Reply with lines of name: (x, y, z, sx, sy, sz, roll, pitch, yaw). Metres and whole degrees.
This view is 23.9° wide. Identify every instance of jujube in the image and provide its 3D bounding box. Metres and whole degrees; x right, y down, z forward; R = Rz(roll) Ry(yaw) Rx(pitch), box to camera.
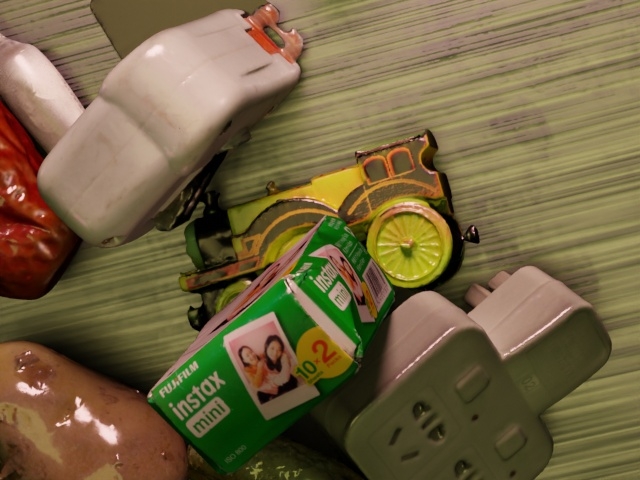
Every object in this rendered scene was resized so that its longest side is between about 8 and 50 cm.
jujube: (-0.351, -0.049, 1.473, 0.255, 0.190, 0.190, 37, 99, -5)

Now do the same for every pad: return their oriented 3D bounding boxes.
pad: (-0.141, -0.232, 1.508, 0.157, 0.003, 0.112, -31, 92, 10)

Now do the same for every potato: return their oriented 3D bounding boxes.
potato: (-0.248, 0.195, 1.486, 0.262, 0.165, 0.165, 28, 99, 7)

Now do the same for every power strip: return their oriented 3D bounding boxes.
power strip: (0.130, 0.133, 1.426, 0.261, 0.141, 0.229, -41, 131, -8)

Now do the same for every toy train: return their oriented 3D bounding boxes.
toy train: (0.000, 0.000, 1.469, 0.296, 0.100, 0.160, -18, 87, 11)

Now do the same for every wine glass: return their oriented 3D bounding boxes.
wine glass: (-0.305, -0.179, 1.504, 0.074, 0.074, 0.262, -36, 93, 10)

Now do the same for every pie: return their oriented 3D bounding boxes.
pie: (-0.017, 0.270, 1.421, 0.277, 0.277, 0.078, 39, 65, 2)

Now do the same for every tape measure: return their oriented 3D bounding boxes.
tape measure: (-0.135, -0.101, 1.409, 0.125, 0.243, 0.246, 43, 110, 3)

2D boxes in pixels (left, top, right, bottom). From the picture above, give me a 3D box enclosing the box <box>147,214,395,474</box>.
box: (-0.033, 0.084, 1.301, 0.180, 0.250, 0.103, -42, 92, 15)
